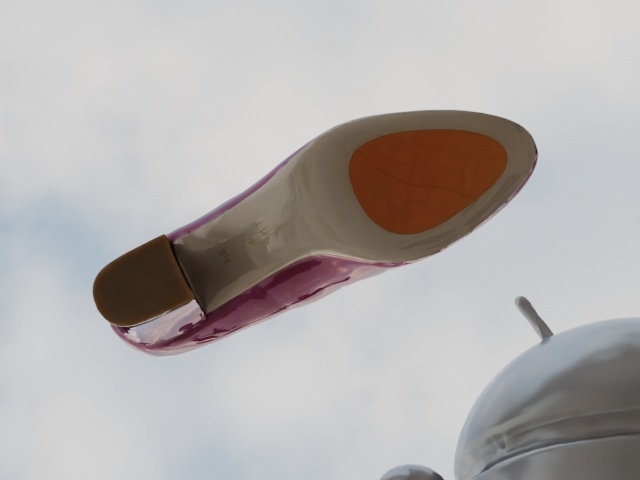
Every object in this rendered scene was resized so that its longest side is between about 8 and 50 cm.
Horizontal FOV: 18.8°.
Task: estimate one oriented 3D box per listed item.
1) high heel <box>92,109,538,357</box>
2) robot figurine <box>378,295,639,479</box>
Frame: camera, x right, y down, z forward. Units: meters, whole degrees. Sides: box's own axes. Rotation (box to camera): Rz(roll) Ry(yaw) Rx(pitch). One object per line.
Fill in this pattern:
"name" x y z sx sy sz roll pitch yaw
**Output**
"high heel" 0.000 0.000 1.031 0.244 0.117 0.082 -27 -100 2
"robot figurine" 0.171 0.190 1.001 0.300 0.200 0.353 8 -119 -15
